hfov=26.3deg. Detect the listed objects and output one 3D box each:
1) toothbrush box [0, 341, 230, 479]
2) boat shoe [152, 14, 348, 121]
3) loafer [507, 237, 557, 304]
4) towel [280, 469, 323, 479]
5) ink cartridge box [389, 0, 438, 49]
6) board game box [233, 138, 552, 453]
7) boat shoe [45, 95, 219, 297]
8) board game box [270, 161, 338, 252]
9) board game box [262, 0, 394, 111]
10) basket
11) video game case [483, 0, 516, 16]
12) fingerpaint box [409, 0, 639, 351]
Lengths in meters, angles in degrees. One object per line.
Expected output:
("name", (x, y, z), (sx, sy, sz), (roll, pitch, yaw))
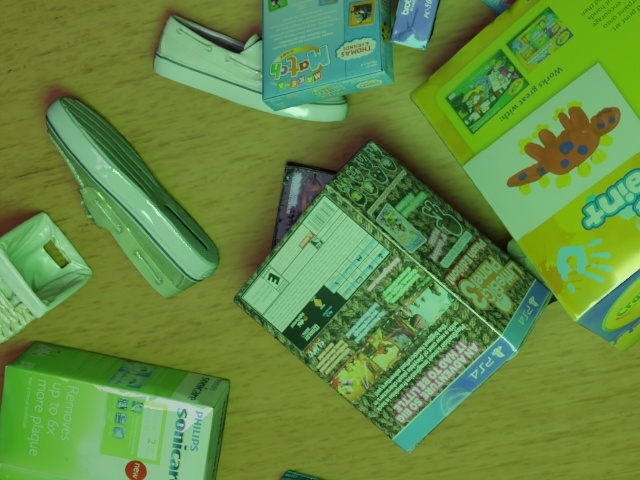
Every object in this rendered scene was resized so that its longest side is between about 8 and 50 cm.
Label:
("toothbrush box", (-0.280, 0.272, 1.839), (0.283, 0.122, 0.206), (11, 104, 4))
("boat shoe", (-0.084, -0.216, 1.719), (0.258, 0.095, 0.084), (17, 108, 3))
("loafer", (0.278, 0.029, 1.694), (0.268, 0.102, 0.092), (-30, 74, 28))
("towel", (0.000, 0.358, 1.863), (0.119, 0.029, 0.067), (14, 103, 4))
("ink cartridge box", (0.118, -0.284, 1.617), (0.046, 0.207, 0.097), (14, 103, 3))
("board game box", (0.085, 0.068, 1.656), (0.291, 0.141, 0.232), (41, 128, 1))
("boat shoe", (-0.260, -0.051, 1.775), (0.094, 0.109, 0.302), (-39, 97, 16))
("board game box", (0.000, 0.000, 1.788), (0.126, 0.026, 0.186), (12, 104, 6))
("board game box", (0.006, -0.272, 1.652), (0.160, 0.039, 0.211), (-11, 66, 24))
("basket", (-0.392, 0.051, 1.786), (0.103, 0.167, 0.113), (-36, 95, 18))
("video game case", (0.257, -0.352, 1.668), (0.119, 0.015, 0.166), (41, 105, -16))
("fingerpaint box", (0.385, -0.161, 1.540), (0.445, 0.163, 0.371), (-42, 56, 14))
